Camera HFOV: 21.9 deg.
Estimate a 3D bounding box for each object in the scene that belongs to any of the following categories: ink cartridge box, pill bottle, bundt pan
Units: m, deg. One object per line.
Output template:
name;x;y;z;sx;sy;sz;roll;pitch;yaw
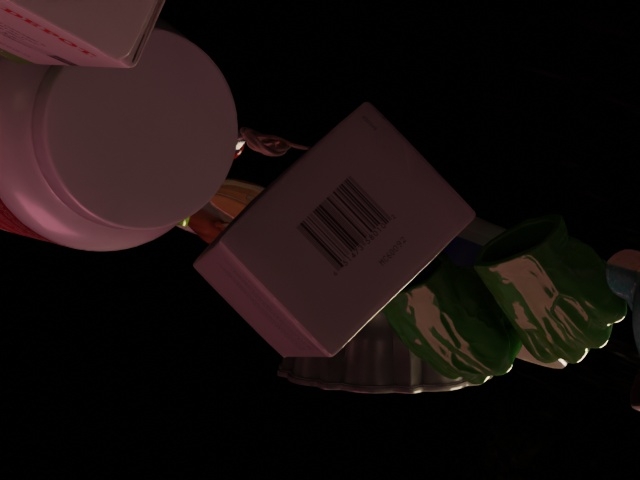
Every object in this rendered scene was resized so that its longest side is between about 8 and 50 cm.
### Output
ink cartridge box;-0.246;-0.221;1.230;0.198;0.114;0.273;27;173;-28
pill bottle;-0.231;-0.108;1.572;0.229;0.229;0.408;27;173;-24
bundt pan;0.097;0.141;2.501;0.331;0.124;0.331;0;-174;0

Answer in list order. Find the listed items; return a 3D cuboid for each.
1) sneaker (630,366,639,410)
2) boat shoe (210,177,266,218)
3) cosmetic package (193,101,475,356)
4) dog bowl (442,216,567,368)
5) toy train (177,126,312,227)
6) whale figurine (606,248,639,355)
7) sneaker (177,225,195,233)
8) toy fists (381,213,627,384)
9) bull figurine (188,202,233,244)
sneaker;0.496;0.212;2.156;0.123;0.106;0.290;20;-176;-1
boat shoe;-0.075;-0.027;2.288;0.190;0.072;0.068;18;151;14
cosmetic package;0.000;0.000;1.638;0.155;0.197;0.365;46;173;-2
dog bowl;0.183;0.050;1.914;0.265;0.104;0.265;23;173;3
toy train;-0.142;-0.078;1.868;0.248;0.143;0.105;20;173;30
whale figurine;0.342;0.085;1.467;0.216;0.141;0.272;24;174;-5
sneaker;-0.225;-0.069;2.481;0.086;0.085;0.237;13;167;37
toy fists;0.186;0.065;1.681;0.279;0.096;0.142;-19;113;44
bull figurine;-0.073;0.004;2.471;0.310;0.101;0.188;27;169;-41
